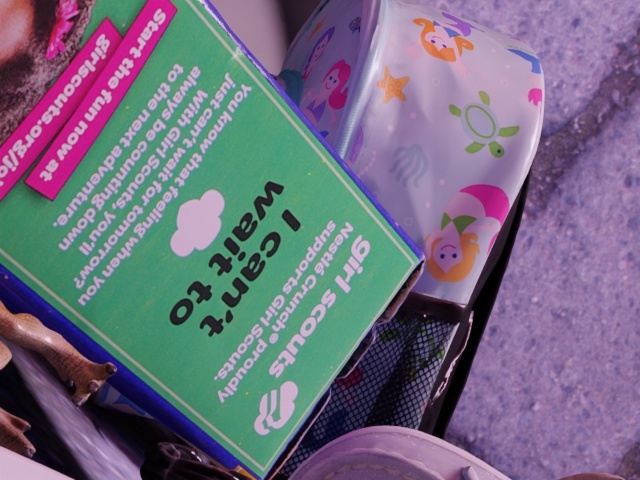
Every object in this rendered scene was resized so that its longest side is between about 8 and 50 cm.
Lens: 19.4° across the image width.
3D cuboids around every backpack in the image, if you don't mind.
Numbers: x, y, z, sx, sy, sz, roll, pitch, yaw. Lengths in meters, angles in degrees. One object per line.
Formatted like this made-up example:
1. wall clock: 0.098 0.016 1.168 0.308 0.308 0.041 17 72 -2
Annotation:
1. backpack: 0.000 0.000 0.893 0.191 0.253 0.225 25 5 -9

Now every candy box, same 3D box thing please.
1. candy box: -0.143 -0.077 0.662 0.268 0.122 0.317 32 -8 40

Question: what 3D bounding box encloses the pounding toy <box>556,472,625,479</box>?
1. pounding toy: 0.184 0.254 1.169 0.155 0.154 0.269 45 1 -45

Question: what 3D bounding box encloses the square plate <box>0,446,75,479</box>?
1. square plate: 0.070 0.190 0.434 0.344 0.049 0.347 38 -4 30

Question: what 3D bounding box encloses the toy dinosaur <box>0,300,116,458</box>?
1. toy dinosaur: -0.111 0.025 0.558 0.092 0.053 0.183 44 0 -6

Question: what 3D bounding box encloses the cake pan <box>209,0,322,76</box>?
1. cake pan: -0.075 -0.077 1.085 0.054 0.293 0.293 10 -22 35

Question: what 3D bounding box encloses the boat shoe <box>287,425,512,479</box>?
1. boat shoe: 0.092 0.191 0.681 0.320 0.118 0.103 53 -1 23

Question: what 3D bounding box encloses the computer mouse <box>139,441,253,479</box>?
1. computer mouse: 0.003 0.087 0.549 0.071 0.041 0.242 38 -9 -24
